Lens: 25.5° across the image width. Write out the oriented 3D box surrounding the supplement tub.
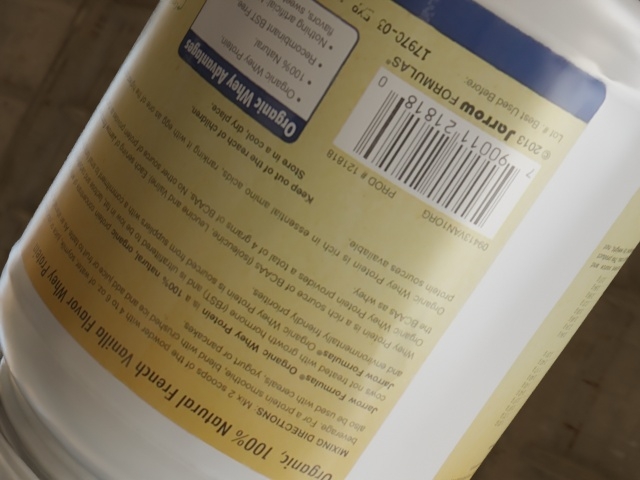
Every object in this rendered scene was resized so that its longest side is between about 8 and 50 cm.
[{"bbox_3d":[0.000,0.000,0.622,0.316,0.228,0.228,-57,-138,13],"label":"supplement tub"}]
